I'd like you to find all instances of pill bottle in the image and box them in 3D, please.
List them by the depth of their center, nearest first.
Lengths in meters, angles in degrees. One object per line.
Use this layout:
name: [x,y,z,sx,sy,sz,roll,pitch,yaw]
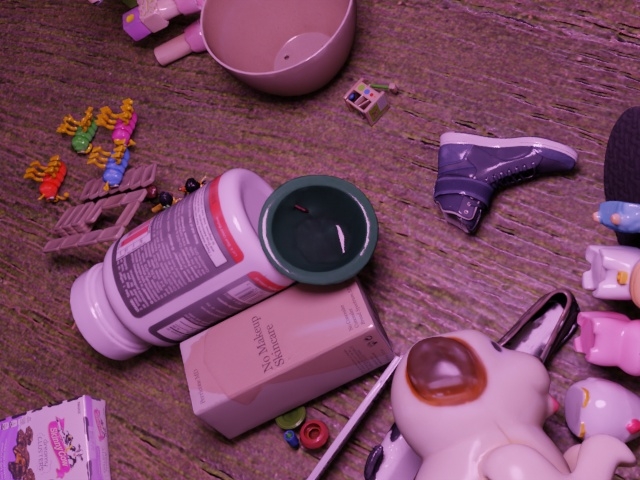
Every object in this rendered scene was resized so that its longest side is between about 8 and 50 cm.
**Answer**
pill bottle: [-0.227,0.050,1.258,0.363,0.210,0.210,-28,63,19]

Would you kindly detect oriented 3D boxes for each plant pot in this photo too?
plant pot: [-0.054,-0.379,1.399,0.284,0.191,0.284,-6,68,15]

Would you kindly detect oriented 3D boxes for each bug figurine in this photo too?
bug figurine: [-0.453,-0.174,1.496,0.279,0.072,0.216,-6,56,34]

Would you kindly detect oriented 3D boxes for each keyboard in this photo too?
keyboard: [0.055,0.284,1.173,0.014,0.072,0.256,35,83,19]

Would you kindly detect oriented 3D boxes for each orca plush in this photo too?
orca plush: [0.100,0.317,1.132,0.102,0.151,0.287,-6,67,50]

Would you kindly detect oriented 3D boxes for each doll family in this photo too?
doll family: [-0.240,-0.076,1.386,0.193,0.111,0.076,-16,65,11]

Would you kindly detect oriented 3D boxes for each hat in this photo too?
hat: [0.000,0.000,1.216,0.208,0.183,0.173,0,78,-7]

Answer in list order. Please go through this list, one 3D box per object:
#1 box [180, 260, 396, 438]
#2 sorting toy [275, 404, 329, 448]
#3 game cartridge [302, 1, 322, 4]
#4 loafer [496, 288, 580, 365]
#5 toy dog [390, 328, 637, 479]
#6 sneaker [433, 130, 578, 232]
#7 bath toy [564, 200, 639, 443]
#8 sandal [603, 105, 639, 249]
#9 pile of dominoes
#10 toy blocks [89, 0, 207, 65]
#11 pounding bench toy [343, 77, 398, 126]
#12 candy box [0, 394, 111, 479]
box: [-0.055,0.177,1.209,0.311,0.121,0.148,-28,51,5]
sorting toy: [-0.030,0.307,1.215,0.102,0.042,0.061,30,66,37]
game cartridge: [-0.004,-0.595,1.544,0.198,0.062,0.297,11,74,17]
loafer: [0.290,0.179,1.129,0.096,0.084,0.267,35,83,26]
toy dog: [0.202,0.321,0.980,0.395,0.284,0.408,-7,72,19]
sneaker: [0.295,-0.087,1.228,0.226,0.086,0.163,6,71,21]
bath toy: [0.430,0.123,1.031,0.129,0.151,0.348,6,102,-3]
sandal: [0.533,0.011,1.096,0.107,0.167,0.446,-6,69,-17]
pile of dominoes: [-0.402,-0.052,1.418,0.251,0.040,0.196,-8,45,38]
toy blocks: [-0.291,-0.557,1.478,0.260,0.309,0.288,-21,65,17]
pounding bench toy: [0.093,-0.267,1.384,0.083,0.052,0.065,-47,63,-4]
candy box: [-0.469,0.375,1.310,0.196,0.070,0.165,-18,65,11]
